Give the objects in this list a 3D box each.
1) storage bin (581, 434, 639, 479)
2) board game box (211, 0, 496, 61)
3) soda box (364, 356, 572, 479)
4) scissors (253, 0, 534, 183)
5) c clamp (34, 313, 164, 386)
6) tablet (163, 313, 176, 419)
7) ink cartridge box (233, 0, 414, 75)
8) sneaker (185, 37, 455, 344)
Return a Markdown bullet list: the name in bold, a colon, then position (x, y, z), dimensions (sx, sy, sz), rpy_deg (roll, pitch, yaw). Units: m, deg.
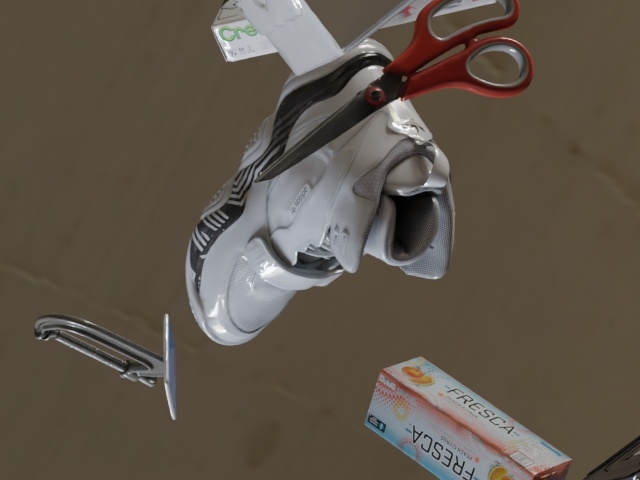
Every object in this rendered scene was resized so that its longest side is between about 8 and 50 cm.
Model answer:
- **storage bin**: position (0.320, 0.215, 1.745), dimensions (0.122, 0.084, 0.180), rpy_deg (-34, -2, -15)
- **board game box**: position (0.052, -0.286, 2.033), dimensions (0.053, 0.305, 0.193), rpy_deg (64, -152, -32)
- **soda box**: position (0.127, 0.175, 1.690), dimensions (0.058, 0.183, 0.063), rpy_deg (-13, -53, -46)
- **scissors**: position (0.055, -0.140, 1.687), dimensions (0.297, 0.109, 0.021), rpy_deg (-21, -7, -19)
- **c clamp**: position (-0.207, 0.104, 1.826), dimensions (0.160, 0.137, 0.022), rpy_deg (32, -111, -36)
- **tablet**: position (-0.134, 0.112, 1.733), dimensions (0.083, 0.006, 0.054), rpy_deg (-94, -2, -46)
- **ink cartridge box**: position (0.041, -0.278, 1.390), dimensions (0.270, 0.197, 0.198), rpy_deg (-39, 7, -8)
- **sneaker**: position (0.000, 0.000, 1.896), dimensions (0.137, 0.210, 0.366), rpy_deg (6, -54, -39)
